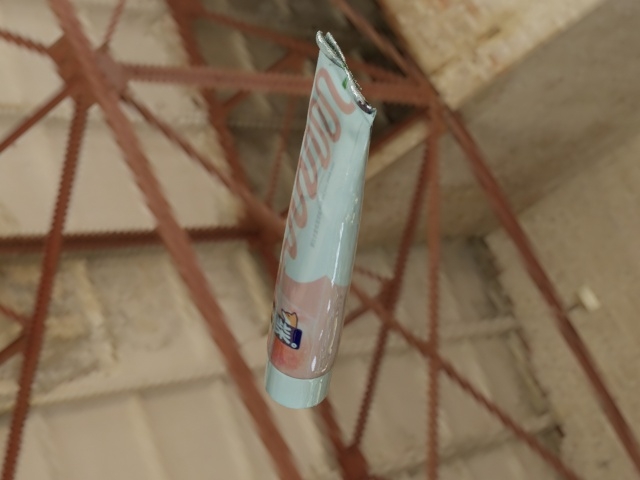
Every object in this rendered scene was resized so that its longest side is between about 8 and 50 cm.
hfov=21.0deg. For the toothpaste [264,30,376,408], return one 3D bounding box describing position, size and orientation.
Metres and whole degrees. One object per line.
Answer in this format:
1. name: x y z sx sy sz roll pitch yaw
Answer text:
1. toothpaste: 0.000 0.000 0.807 0.036 0.205 0.056 -13 -132 -22
